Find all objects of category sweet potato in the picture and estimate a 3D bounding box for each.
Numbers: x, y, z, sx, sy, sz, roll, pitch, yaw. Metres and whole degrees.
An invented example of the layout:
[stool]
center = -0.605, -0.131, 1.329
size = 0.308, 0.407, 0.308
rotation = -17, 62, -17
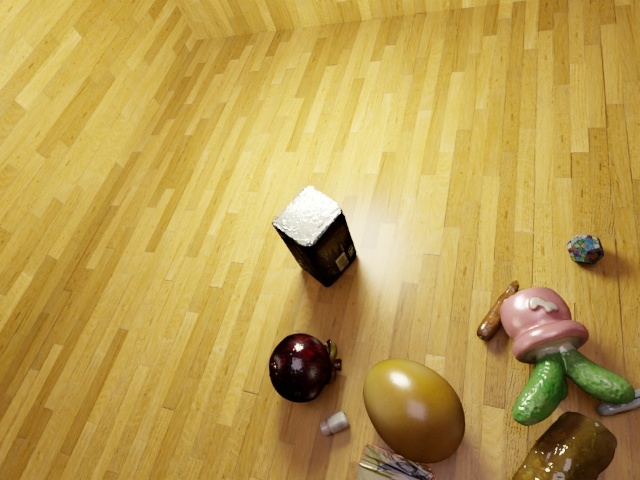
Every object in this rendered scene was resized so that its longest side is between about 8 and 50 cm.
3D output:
[sweet potato]
center = 0.601, 0.616, 1.081
size = 0.369, 0.158, 0.157
rotation = -44, 56, -11

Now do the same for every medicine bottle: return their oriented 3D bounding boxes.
[medicine bottle]
center = 0.046, 0.593, 1.344
size = 0.089, 0.052, 0.052
rotation = -27, 55, 2

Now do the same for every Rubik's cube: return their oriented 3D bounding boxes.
[Rubik's cube]
center = 0.873, 0.030, 1.372
size = 0.093, 0.111, 0.111
rotation = -19, 52, 38

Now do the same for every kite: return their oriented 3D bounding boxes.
[kite]
center = 0.200, 0.782, 1.200
size = 0.327, 0.013, 0.378
rotation = -27, 55, 2

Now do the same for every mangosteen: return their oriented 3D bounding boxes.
[mangosteen]
center = -0.043, 0.424, 1.400
size = 0.265, 0.228, 0.228
rotation = 2, 50, -28

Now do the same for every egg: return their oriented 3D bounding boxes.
[egg]
center = 0.264, 0.485, 1.215
size = 0.250, 0.250, 0.322
rotation = -46, 46, -11

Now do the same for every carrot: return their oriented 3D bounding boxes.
[carrot]
center = 0.592, 0.229, 1.373
size = 0.059, 0.059, 0.248
rotation = 30, 70, 31

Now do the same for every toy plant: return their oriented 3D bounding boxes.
[toy plant]
center = 0.644, 0.325, 1.198
size = 0.316, 0.211, 0.357
rotation = -11, 57, 1

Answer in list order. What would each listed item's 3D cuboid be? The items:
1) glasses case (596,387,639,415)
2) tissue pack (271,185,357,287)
[glasses case]
center = 0.854, 0.442, 1.145
size = 0.178, 0.067, 0.045
rotation = -21, 56, 6
[tissue pack]
center = 0.000, 0.000, 1.533
size = 0.198, 0.370, 0.210
rotation = 32, 74, 27
